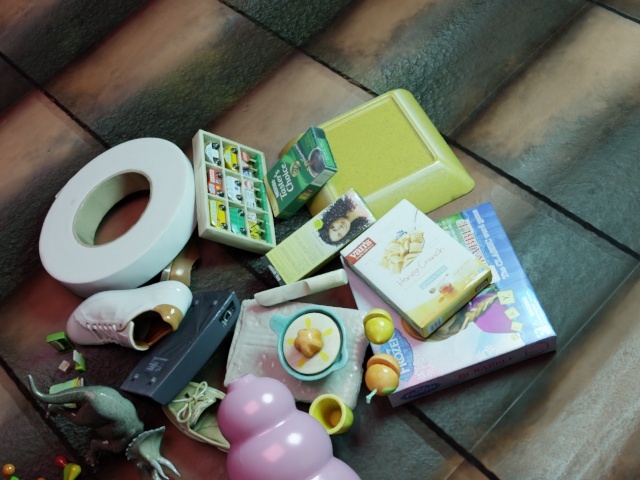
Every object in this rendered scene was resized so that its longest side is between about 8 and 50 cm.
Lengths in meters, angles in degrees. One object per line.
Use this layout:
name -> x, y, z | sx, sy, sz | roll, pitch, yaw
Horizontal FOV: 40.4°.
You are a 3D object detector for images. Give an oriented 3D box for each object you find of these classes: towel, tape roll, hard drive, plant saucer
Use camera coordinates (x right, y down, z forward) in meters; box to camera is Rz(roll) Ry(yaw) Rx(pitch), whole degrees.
towel -> -0.043, 0.209, 1.629 | 0.282, 0.049, 0.187 | 6, 75, 27
tape roll -> -0.434, -0.054, 1.884 | 0.392, 0.072, 0.392 | -17, 49, 20
hard drive -> -0.265, 0.206, 1.676 | 0.172, 0.054, 0.255 | -6, 42, 56
plant saucer -> 0.107, -0.174, 1.855 | 0.333, 0.081, 0.333 | -27, 55, -2

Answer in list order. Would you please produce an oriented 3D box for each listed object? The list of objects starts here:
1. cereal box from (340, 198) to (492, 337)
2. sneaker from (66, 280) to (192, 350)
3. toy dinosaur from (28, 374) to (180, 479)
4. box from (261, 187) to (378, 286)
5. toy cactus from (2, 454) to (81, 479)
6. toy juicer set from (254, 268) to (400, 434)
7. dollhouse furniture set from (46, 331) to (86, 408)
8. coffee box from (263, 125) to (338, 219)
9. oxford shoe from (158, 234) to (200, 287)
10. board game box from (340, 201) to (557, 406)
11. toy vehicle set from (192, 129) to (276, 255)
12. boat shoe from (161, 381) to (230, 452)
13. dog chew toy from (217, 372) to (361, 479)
cereal box -> 0.176, 0.047, 1.626 | 0.173, 0.047, 0.240 | -40, 55, -12
sneaker -> -0.397, 0.166, 1.717 | 0.290, 0.106, 0.123 | -19, 34, 23
toy dinosaur -> -0.395, 0.322, 1.595 | 0.160, 0.313, 0.121 | -24, 23, 27
box -> 0.000, 0.000, 1.730 | 0.232, 0.058, 0.087 | -39, 80, 9
toy cactus -> -0.490, 0.465, 1.556 | 0.180, 0.219, 0.112 | 29, 106, 20
toy juicer set -> 0.016, 0.161, 1.539 | 0.209, 0.089, 0.329 | -36, 60, 9
dollhouse furniture set -> -0.520, 0.265, 1.754 | 0.076, 0.058, 0.152 | -14, 55, 7
coffee box -> -0.045, -0.139, 1.830 | 0.184, 0.040, 0.113 | -42, 53, 37
oxford shoe -> -0.290, 0.016, 1.861 | 0.076, 0.076, 0.212 | 14, 55, -11
board game box -> 0.231, 0.113, 1.638 | 0.318, 0.066, 0.319 | -21, 54, 2
toy vehicle set -> -0.185, -0.102, 1.848 | 0.035, 0.166, 0.267 | -43, 44, 38
boat shoe -> -0.187, 0.329, 1.598 | 0.285, 0.089, 0.104 | 22, 67, 28
dog chew toy -> -0.058, 0.371, 1.408 | 0.206, 0.206, 0.332 | -27, 89, -3
